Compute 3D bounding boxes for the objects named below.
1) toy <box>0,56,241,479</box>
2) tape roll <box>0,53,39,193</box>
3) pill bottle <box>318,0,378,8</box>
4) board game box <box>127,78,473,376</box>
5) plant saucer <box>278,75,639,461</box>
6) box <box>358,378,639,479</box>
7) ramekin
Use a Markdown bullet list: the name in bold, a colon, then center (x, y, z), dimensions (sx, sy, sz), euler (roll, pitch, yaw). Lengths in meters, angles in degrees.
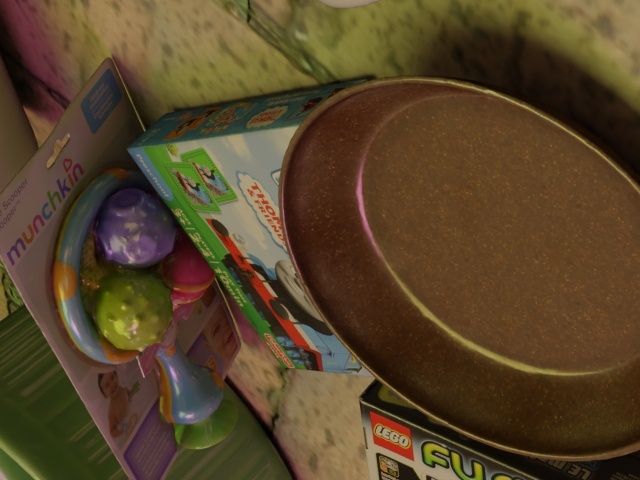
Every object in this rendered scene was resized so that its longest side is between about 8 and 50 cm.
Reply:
- **toy**: center (-0.094, 0.030, 0.989), dimensions (0.056, 0.137, 0.237), euler (7, 137, 27)
- **tape roll**: center (-0.307, -0.076, 1.029), dimensions (0.246, 0.246, 0.169), euler (30, 152, 34)
- **pill bottle**: center (-0.005, -0.173, 0.541), dimensions (0.184, 0.103, 0.103), euler (56, 155, -18)
- **board game box**: center (0.000, 0.000, 0.880), dimensions (0.160, 0.039, 0.211), euler (56, 154, -17)
- **plant saucer**: center (0.075, 0.007, 0.723), dimensions (0.198, 0.036, 0.199), euler (22, 137, 22)
- **box**: center (0.116, 0.139, 0.810), dimensions (0.207, 0.036, 0.114), euler (22, 139, 30)
- **ramekin**: center (-0.153, 0.173, 1.267), dimensions (0.303, 0.148, 0.303), euler (37, 154, 22)
